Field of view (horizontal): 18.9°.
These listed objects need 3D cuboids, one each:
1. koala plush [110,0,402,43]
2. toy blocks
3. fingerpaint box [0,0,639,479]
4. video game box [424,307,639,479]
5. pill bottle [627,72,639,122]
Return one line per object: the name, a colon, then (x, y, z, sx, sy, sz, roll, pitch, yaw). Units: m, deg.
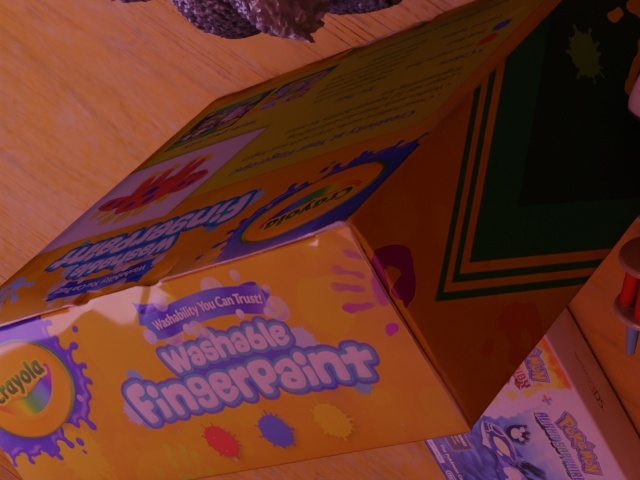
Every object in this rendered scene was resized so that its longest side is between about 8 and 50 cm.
koala plush: (-0.031, -0.213, 1.339, 0.196, 0.221, 0.203, 17, 132, 27)
toy blocks: (0.278, 0.041, 1.424, 0.123, 0.054, 0.148, 21, 133, 26)
fingerpaint box: (0.000, 0.000, 1.376, 0.445, 0.371, 0.163, -17, 111, 44)
video game box: (0.157, 0.137, 1.606, 0.187, 0.048, 0.205, -16, 112, 42)
pill bottle: (0.332, -0.070, 1.233, 0.245, 0.130, 0.130, 35, 138, 11)
